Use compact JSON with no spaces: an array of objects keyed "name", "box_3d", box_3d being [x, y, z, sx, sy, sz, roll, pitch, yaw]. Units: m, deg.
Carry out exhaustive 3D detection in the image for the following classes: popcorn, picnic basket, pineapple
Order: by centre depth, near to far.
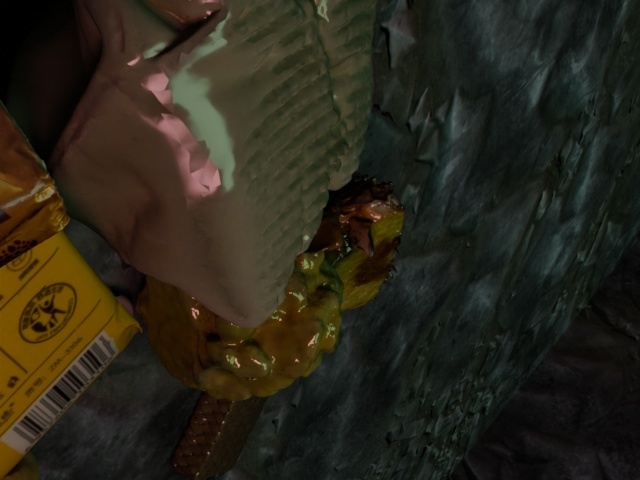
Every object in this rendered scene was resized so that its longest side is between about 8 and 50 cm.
[{"name":"popcorn","box_3d":[-0.077,0.049,1.048,0.266,0.233,0.192,-50,168,28]},{"name":"pineapple","box_3d":[-0.002,-0.005,1.206,0.161,0.158,0.334,-24,167,-11]},{"name":"picnic basket","box_3d":[-0.132,0.253,1.364,0.110,0.055,0.193,2,120,-58]}]

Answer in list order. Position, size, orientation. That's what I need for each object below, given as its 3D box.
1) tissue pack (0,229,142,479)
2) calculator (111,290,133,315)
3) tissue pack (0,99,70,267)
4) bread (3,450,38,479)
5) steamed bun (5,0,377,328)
[{"name":"tissue pack","box_3d":[-0.352,0.090,0.654,0.382,0.228,0.293,-49,153,-17]},{"name":"calculator","box_3d":[-0.261,0.098,1.024,0.166,0.024,0.103,-5,124,-58]},{"name":"tissue pack","box_3d":[-0.270,-0.027,0.485,0.226,0.183,0.092,-34,168,-16]},{"name":"bread","box_3d":[-0.363,0.294,1.001,0.134,0.085,0.173,-1,120,-58]},{"name":"steamed bun","box_3d":[-0.107,-0.132,0.776,0.342,0.255,0.368,-50,145,-52]}]
